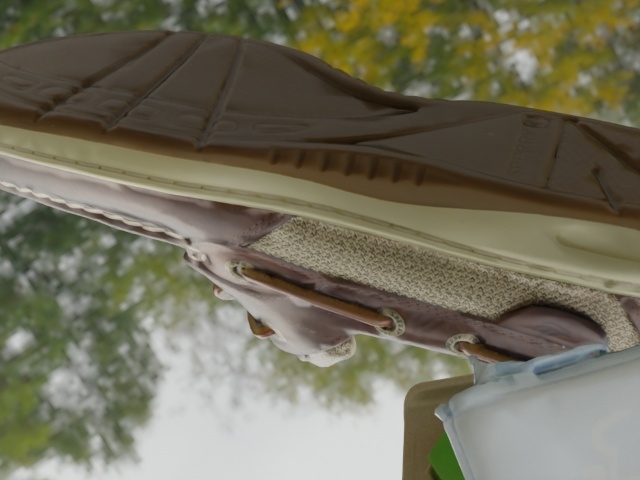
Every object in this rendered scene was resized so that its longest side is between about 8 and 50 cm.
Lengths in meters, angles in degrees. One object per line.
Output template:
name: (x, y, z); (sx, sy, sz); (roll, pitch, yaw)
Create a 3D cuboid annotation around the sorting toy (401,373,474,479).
sorting toy: (0.138, 0.165, 1.022); (0.193, 0.038, 0.208); (-11, -128, 19)

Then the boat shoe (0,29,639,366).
boat shoe: (0.000, 0.000, 0.680); (0.342, 0.123, 0.123); (11, -152, 12)

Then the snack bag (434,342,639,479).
snack bag: (0.227, 0.164, 0.561); (0.323, 0.342, 0.037); (-14, 171, -27)
